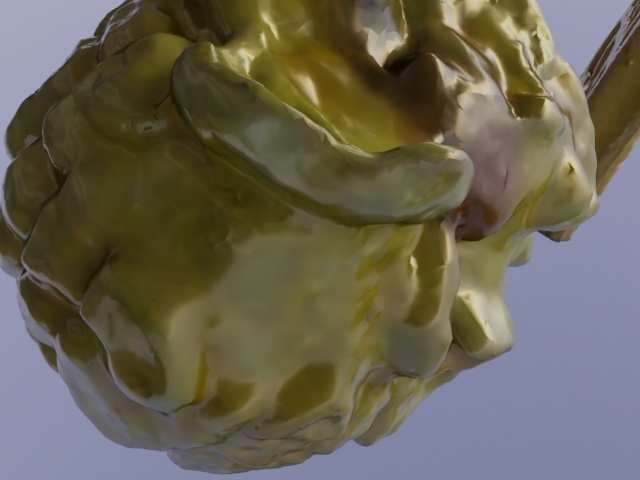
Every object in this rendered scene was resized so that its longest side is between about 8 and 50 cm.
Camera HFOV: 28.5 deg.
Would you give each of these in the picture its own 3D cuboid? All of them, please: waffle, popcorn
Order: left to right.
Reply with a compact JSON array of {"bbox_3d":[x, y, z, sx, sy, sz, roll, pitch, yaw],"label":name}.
[{"bbox_3d":[-0.002,-0.021,0.468,0.235,0.217,0.181,-25,-108,-33],"label":"popcorn"},{"bbox_3d":[0.247,-0.131,1.027,0.221,0.055,0.248,-59,177,26],"label":"waffle"}]
